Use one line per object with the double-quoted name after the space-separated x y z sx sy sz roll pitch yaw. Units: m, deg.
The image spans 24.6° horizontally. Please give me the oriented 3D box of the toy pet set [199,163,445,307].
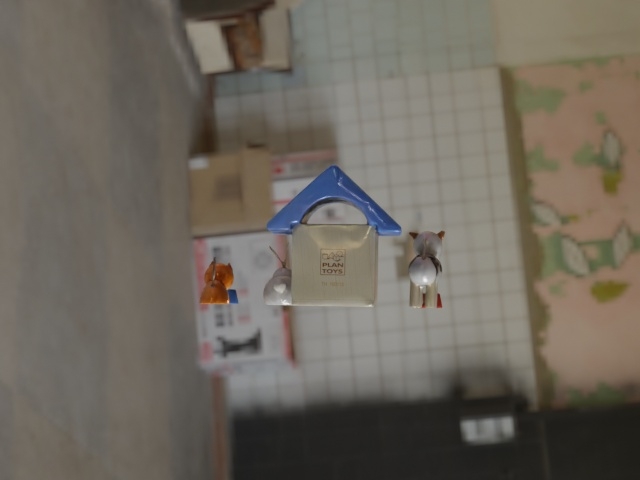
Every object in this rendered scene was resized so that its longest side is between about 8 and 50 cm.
0.000 0.000 0.716 0.114 0.122 0.065 36 55 -85 "toy pet set"
